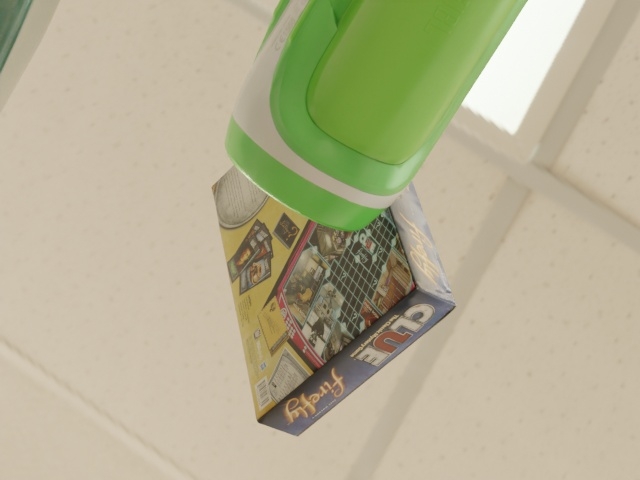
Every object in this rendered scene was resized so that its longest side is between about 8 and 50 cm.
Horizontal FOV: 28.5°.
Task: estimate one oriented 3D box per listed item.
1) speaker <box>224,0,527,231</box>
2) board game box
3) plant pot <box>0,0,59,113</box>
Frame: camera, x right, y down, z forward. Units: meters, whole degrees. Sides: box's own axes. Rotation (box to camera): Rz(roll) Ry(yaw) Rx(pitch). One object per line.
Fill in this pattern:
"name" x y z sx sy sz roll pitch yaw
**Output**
"speaker" 0.058 -0.155 0.773 0.131 0.131 0.296 36 -72 10
"board game box" 0.000 0.000 0.939 0.042 0.243 0.165 26 -56 -36
"plant pot" -0.237 -0.148 0.721 0.165 0.166 0.234 34 -70 -13
